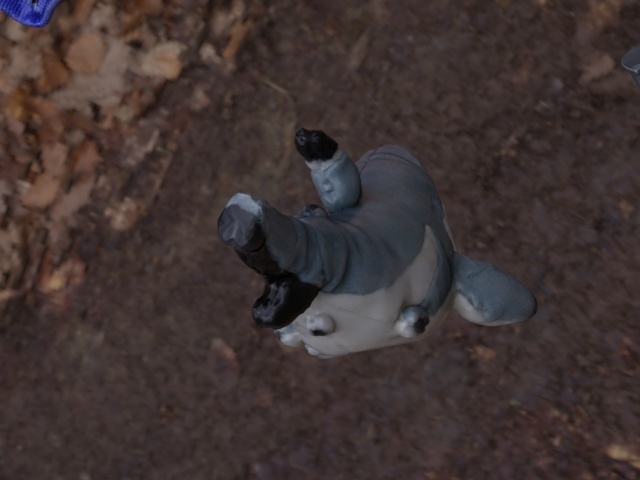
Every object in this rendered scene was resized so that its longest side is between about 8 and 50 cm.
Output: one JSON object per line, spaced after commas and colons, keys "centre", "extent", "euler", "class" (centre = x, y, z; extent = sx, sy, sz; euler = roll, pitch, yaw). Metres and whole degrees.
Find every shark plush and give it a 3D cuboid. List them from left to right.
{"centre": [0.000, 0.000, 0.408], "extent": [0.073, 0.161, 0.067], "euler": [-14, 84, 31], "class": "shark plush"}

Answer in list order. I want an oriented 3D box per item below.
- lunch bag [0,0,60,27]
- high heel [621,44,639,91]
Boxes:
{"centre": [-0.152, -0.372, 0.720], "extent": [0.385, 0.239, 0.328], "euler": [128, 155, -49], "class": "lunch bag"}
{"centre": [0.432, -0.093, 1.519], "extent": [0.093, 0.186, 0.261], "euler": [-37, 37, 7], "class": "high heel"}
